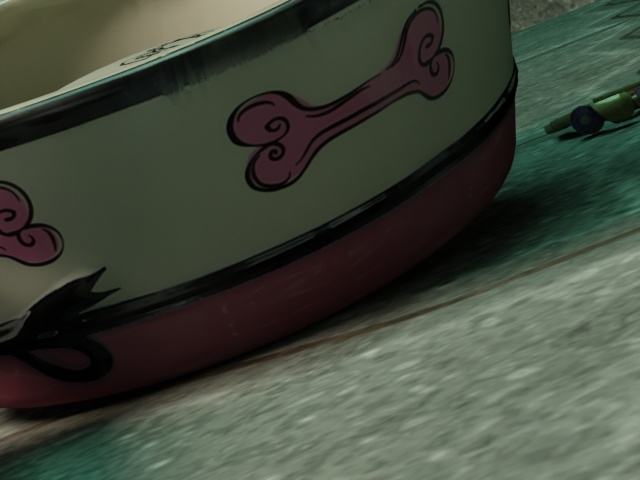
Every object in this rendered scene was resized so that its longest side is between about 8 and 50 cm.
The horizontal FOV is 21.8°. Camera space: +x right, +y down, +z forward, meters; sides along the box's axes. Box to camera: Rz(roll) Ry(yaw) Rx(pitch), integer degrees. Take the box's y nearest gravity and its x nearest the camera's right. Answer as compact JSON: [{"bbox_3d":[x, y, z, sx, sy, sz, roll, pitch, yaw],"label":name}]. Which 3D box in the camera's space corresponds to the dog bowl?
[{"bbox_3d":[-0.081,-0.062,0.866,0.408,0.150,0.408,-19,19,7],"label":"dog bowl"}]

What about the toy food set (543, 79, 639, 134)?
[{"bbox_3d":[0.191,-0.084,1.061,0.078,0.019,0.122,-21,-1,-3],"label":"toy food set"}]
